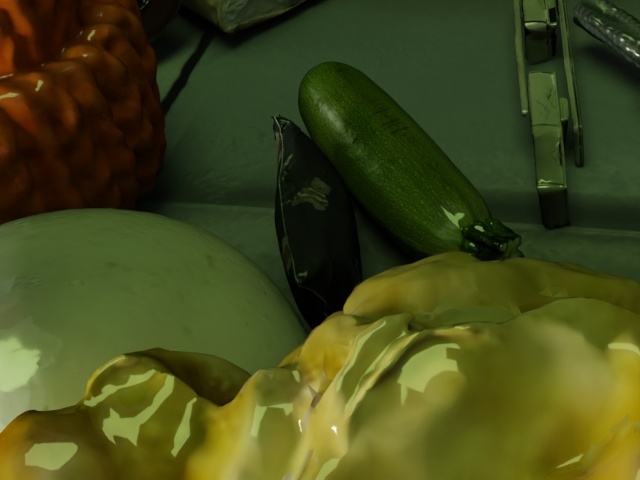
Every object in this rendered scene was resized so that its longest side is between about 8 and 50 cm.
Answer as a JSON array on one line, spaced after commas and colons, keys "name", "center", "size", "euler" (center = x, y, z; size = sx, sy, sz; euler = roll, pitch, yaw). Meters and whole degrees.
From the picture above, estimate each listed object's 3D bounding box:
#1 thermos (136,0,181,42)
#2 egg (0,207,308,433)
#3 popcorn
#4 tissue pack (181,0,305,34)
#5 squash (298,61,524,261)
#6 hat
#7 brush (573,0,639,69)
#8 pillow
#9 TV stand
[{"name": "thermos", "center": [-0.217, -0.245, 0.954], "size": [0.099, 0.124, 0.232], "euler": [-35, 39, -18]}, {"name": "egg", "center": [-0.130, 0.063, 0.568], "size": [0.264, 0.174, 0.286], "euler": [-2, 41, 8]}, {"name": "popcorn", "center": [0.032, 0.139, 0.408], "size": [0.332, 0.225, 0.265], "euler": [2, 73, -5]}, {"name": "tissue pack", "center": [-0.075, -0.286, 0.976], "size": [0.186, 0.090, 0.222], "euler": [-30, 45, -19]}, {"name": "squash", "center": [0.049, -0.043, 0.704], "size": [0.066, 0.066, 0.252], "euler": [-24, 43, -10]}, {"name": "hat", "center": [-0.261, -0.188, 0.698], "size": [0.285, 0.400, 0.285], "euler": [-2, 34, 2]}, {"name": "brush", "center": [0.282, -0.085, 0.700], "size": [0.070, 0.051, 0.323], "euler": [-35, 49, -11]}, {"name": "pillow", "center": [-0.001, 0.000, 0.658], "size": [0.048, 0.090, 0.150], "euler": [-11, 45, 3]}, {"name": "TV stand", "center": [0.160, -0.107, 0.762], "size": [0.042, 0.036, 0.249], "euler": [-3, 44, 10]}]
